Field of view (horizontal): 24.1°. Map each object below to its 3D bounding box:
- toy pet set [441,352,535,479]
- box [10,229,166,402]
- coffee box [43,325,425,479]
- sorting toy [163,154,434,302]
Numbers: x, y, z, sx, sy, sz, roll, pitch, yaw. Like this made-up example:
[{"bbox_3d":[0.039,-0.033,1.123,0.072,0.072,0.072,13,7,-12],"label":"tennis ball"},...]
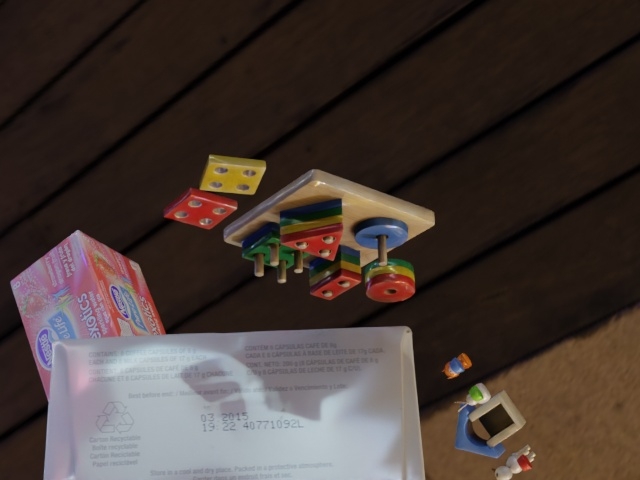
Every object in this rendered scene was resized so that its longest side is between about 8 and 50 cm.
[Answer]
[{"bbox_3d":[0.145,0.173,1.418,0.065,0.114,0.122,-36,83,14],"label":"toy pet set"},{"bbox_3d":[-0.314,0.155,2.151,0.142,0.154,0.300,-36,55,13],"label":"box"},{"bbox_3d":[-0.080,0.310,1.409,0.337,0.338,0.334,-1,147,-4],"label":"coffee box"},{"bbox_3d":[0.000,0.000,1.276,0.132,0.274,0.046,-31,50,44],"label":"sorting toy"}]
